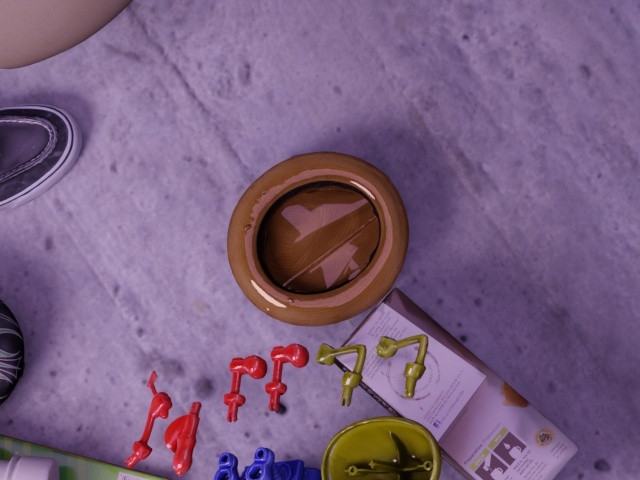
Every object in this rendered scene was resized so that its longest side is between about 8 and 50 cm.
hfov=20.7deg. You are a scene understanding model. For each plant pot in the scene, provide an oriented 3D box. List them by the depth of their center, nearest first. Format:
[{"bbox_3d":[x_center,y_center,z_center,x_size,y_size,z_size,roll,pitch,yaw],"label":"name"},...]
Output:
[{"bbox_3d":[-0.324,-0.292,1.820,0.284,0.284,0.191,35,118,4],"label":"plant pot"}]

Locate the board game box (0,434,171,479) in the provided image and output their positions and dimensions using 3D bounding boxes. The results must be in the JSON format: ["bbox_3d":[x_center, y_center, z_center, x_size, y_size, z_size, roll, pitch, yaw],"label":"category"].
[{"bbox_3d":[-0.297,0.279,1.846,0.259,0.039,0.124,15,84,-1],"label":"board game box"}]

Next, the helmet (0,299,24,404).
[{"bbox_3d":[-0.391,0.112,1.802,0.169,0.161,0.169,0,83,0],"label":"helmet"}]

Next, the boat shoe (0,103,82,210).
[{"bbox_3d":[-0.402,-0.077,1.854,0.301,0.102,0.108,-14,83,-1],"label":"boat shoe"}]

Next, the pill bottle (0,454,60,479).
[{"bbox_3d":[-0.384,0.261,1.767,0.229,0.131,0.131,4,83,1],"label":"pill bottle"}]

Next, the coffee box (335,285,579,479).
[{"bbox_3d":[0.135,0.167,1.805,0.246,0.141,0.098,41,85,4],"label":"coffee box"}]

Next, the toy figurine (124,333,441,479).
[{"bbox_3d":[0.006,0.233,1.771,0.363,0.217,0.191,-13,57,29],"label":"toy figurine"}]

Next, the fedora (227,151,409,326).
[{"bbox_3d":[0.000,0.000,1.856,0.194,0.079,0.194,0,87,6],"label":"fedora"}]
